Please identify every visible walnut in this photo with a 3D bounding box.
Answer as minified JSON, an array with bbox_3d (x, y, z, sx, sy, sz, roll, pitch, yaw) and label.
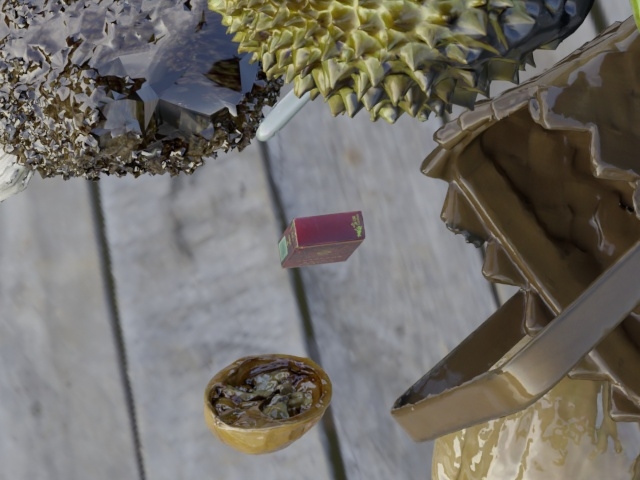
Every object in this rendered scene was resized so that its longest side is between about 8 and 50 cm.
[{"bbox_3d":[0.205,0.201,1.576,0.225,0.225,0.261,11,108,16],"label":"walnut"},{"bbox_3d":[-0.042,0.137,1.460,0.091,0.052,0.121,24,34,30],"label":"walnut"}]

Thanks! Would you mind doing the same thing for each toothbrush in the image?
[{"bbox_3d":[0.034,-0.131,1.011,0.022,0.017,0.204,44,94,0],"label":"toothbrush"}]

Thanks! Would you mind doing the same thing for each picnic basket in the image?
[{"bbox_3d":[0.196,0.016,1.318,0.321,0.254,0.291,-42,94,-21],"label":"picnic basket"}]

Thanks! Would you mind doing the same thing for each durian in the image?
[{"bbox_3d":[0.072,-0.146,0.875,0.237,0.193,0.138,-45,75,23],"label":"durian"}]

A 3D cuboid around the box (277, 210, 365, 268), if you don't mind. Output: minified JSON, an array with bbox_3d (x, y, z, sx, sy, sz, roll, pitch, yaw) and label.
[{"bbox_3d":[0.000,0.000,1.358,0.051,0.082,0.023,-8,79,-11],"label":"box"}]

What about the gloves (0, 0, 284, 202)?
[{"bbox_3d":[-0.171,-0.127,1.369,0.312,0.135,0.210,-16,61,28],"label":"gloves"}]

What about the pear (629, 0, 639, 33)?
[{"bbox_3d":[0.398,-0.222,1.169,0.398,0.165,0.399,2,73,-7],"label":"pear"}]
